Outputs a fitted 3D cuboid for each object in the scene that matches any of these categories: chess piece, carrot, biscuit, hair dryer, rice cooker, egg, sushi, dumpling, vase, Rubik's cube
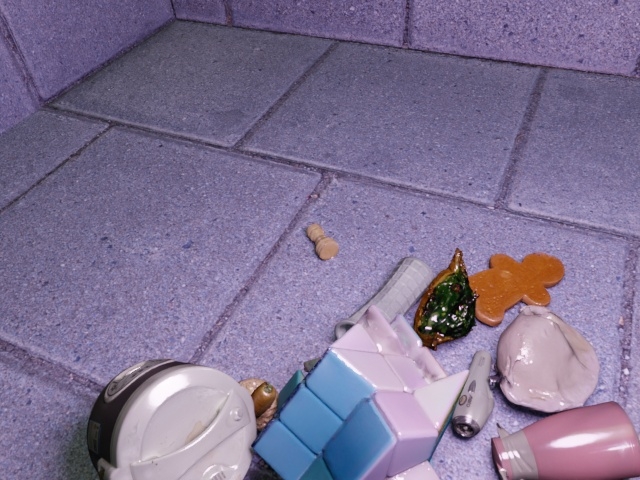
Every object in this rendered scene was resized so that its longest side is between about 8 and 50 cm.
[{"bbox_3d":[0.000,0.000,1.637,0.066,0.066,0.122,-21,41,-16],"label":"chess piece"},{"bbox_3d":[-0.165,0.384,1.145,0.049,0.254,0.049,29,27,-16],"label":"carrot"},{"bbox_3d":[0.522,0.121,1.468,0.324,0.049,0.205,-25,48,-19],"label":"biscuit"},{"bbox_3d":[0.294,0.321,1.273,0.267,0.092,0.229,20,41,37],"label":"hair dryer"},{"bbox_3d":[-0.288,0.370,1.040,0.288,0.288,0.277,-41,17,-31],"label":"rice cooker"},{"bbox_3d":[-0.150,0.370,1.220,0.140,0.116,0.118,18,83,15],"label":"egg"},{"bbox_3d":[0.329,0.167,1.354,0.149,0.140,0.287,32,63,7],"label":"sushi"},{"bbox_3d":[0.503,0.281,1.250,0.204,0.163,0.293,37,48,-6],"label":"dumpling"},{"bbox_3d":[0.177,0.168,1.396,0.143,0.143,0.299,25,48,28],"label":"vase"},{"bbox_3d":[0.095,0.341,1.049,0.368,0.387,0.358,17,28,-42],"label":"Rubik's cube"}]

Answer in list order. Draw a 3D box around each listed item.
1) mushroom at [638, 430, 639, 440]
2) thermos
[{"bbox_3d":[0.785,0.327,1.176,0.177,0.126,0.397,11,49,28],"label":"mushroom"},{"bbox_3d":[0.485,0.435,1.089,0.265,0.146,0.176,-14,62,5],"label":"thermos"}]
